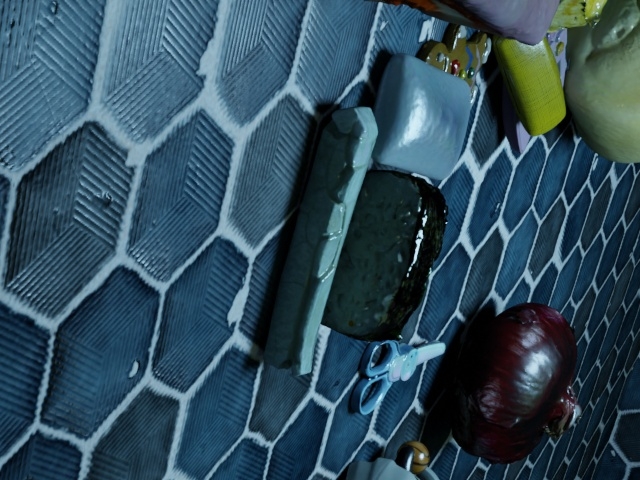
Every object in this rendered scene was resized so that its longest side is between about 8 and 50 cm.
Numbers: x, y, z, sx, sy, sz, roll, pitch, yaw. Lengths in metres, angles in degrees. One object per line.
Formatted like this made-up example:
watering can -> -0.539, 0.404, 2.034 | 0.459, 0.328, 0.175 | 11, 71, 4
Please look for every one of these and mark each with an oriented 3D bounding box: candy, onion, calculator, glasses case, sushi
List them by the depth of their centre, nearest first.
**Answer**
candy -> 0.126, -0.154, 1.569 | 0.174, 0.071, 0.138 | 11, 92, -53
sushi -> 0.082, 0.021, 1.582 | 0.127, 0.124, 0.225 | 16, 95, -64
glasses case -> 0.312, -0.244, 1.832 | 0.079, 0.064, 0.234 | -37, 141, -4
calculator -> 0.336, -0.294, 1.943 | 0.194, 0.043, 0.294 | -46, 145, -37
onion -> 0.355, 0.257, 2.206 | 0.314, 0.232, 0.314 | -45, 148, -38

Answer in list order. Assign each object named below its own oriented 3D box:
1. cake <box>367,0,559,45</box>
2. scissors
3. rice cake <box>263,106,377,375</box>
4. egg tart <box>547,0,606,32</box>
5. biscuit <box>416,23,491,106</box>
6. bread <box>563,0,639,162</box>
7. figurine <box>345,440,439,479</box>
cake -> 0.128, -0.338, 1.239 | 0.309, 0.237, 0.230 | 7, 105, -66
scissors -> 0.127, 0.189, 1.927 | 0.256, 0.030, 0.125 | -15, 123, -57
rice cake -> 0.000, 0.000, 1.475 | 0.066, 0.063, 0.336 | -27, 133, -66
egg tart -> 0.378, -0.390, 1.805 | 0.212, 0.090, 0.212 | -45, 148, -39
biscuit -> 0.177, -0.227, 1.684 | 0.205, 0.031, 0.138 | -3, 113, -62
bread -> 0.573, -0.315, 2.150 | 0.348, 0.253, 0.376 | -61, 153, -7
figurine -> 0.113, 0.411, 1.969 | 0.236, 0.133, 0.176 | 4, 98, -67
